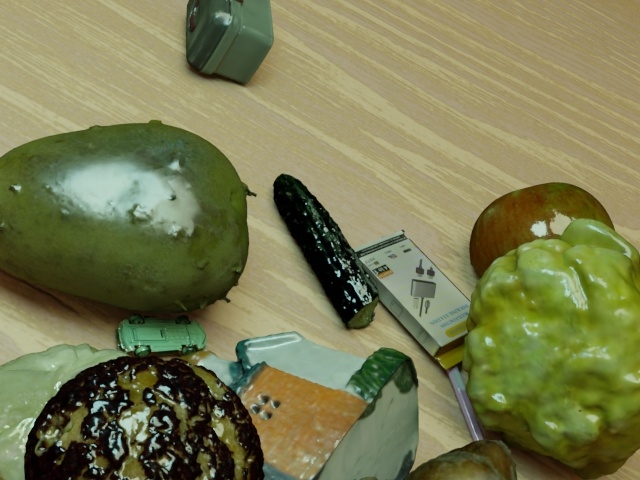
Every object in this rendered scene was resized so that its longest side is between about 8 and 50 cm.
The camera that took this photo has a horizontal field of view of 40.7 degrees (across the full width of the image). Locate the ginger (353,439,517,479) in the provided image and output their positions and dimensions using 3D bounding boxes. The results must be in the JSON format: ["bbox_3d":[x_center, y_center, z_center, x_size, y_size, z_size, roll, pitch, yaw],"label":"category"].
[{"bbox_3d":[0.203,0.345,0.930,0.375,0.176,0.256,21,72,14],"label":"ginger"}]

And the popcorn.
[{"bbox_3d":[0.361,0.155,1.211,0.334,0.292,0.293,43,63,-1],"label":"popcorn"}]

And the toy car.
[{"bbox_3d":[-0.212,0.131,1.161,0.122,0.035,0.059,5,48,-34],"label":"toy car"}]

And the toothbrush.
[{"bbox_3d":[0.226,0.276,1.256,0.020,0.025,0.286,2,49,-23],"label":"toothbrush"}]

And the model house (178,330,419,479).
[{"bbox_3d":[-0.058,0.232,1.079,0.301,0.190,0.271,20,44,28],"label":"model house"}]

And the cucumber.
[{"bbox_3d":[0.000,0.000,1.360,0.072,0.081,0.303,-27,62,-9],"label":"cucumber"}]

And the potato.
[{"bbox_3d":[-0.270,-0.042,1.160,0.359,0.219,0.269,12,53,-14],"label":"potato"}]

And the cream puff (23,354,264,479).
[{"bbox_3d":[-0.160,0.218,0.838,0.239,0.165,0.239,40,31,-31],"label":"cream puff"}]

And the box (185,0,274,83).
[{"bbox_3d":[-0.171,-0.402,1.600,0.129,0.148,0.210,18,43,-27],"label":"box"}]

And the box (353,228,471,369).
[{"bbox_3d":[0.162,0.087,1.378,0.129,0.033,0.247,-20,57,-41],"label":"box"}]

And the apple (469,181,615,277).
[{"bbox_3d":[0.376,0.029,1.450,0.246,0.246,0.226,-1,70,-28],"label":"apple"}]

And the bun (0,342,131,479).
[{"bbox_3d":[-0.295,0.209,0.967,0.244,0.153,0.243,13,42,-12],"label":"bun"}]
